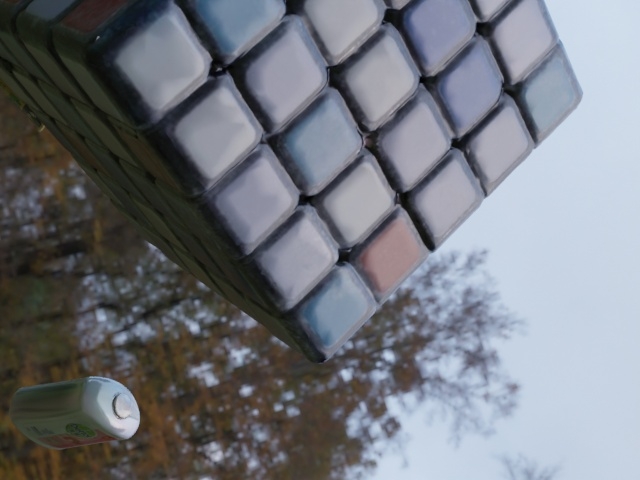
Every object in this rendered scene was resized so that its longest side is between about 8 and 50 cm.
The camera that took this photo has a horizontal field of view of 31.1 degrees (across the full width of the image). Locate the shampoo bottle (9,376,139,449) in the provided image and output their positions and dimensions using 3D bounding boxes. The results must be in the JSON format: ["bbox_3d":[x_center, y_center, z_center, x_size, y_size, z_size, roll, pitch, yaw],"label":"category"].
[{"bbox_3d":[-0.197,0.142,0.947,0.099,0.072,0.043,-12,-127,30],"label":"shampoo bottle"}]

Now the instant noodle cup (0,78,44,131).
[{"bbox_3d":[-0.397,-0.246,1.631,0.122,0.151,0.151,38,-23,-11],"label":"instant noodle cup"}]

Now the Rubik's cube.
[{"bbox_3d":[-0.041,-0.142,0.814,0.287,0.292,0.293,30,-18,50],"label":"Rubik's cube"}]
